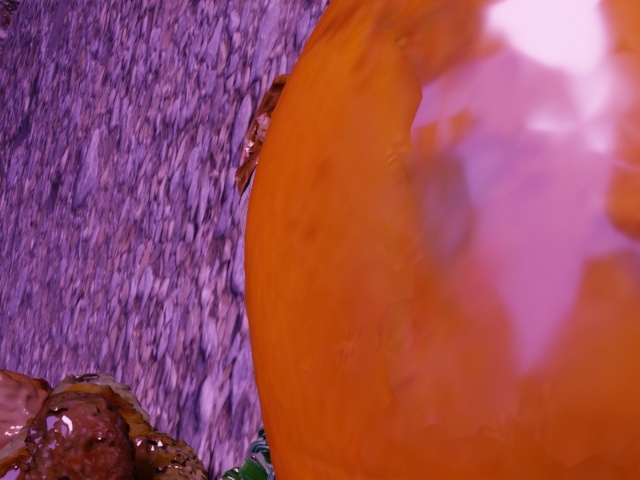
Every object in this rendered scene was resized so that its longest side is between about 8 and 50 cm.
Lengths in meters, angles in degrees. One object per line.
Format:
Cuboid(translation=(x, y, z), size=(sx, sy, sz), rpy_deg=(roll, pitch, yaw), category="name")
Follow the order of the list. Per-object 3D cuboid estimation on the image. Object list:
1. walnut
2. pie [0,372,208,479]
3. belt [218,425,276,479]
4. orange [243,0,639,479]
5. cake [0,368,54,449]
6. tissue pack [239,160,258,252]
Cuboid(translation=(-0.023, -0.074, 1.407), size=(0.121, 0.052, 0.091), rpy_deg=(128, 152, -51), category="walnut")
Cuboid(translation=(-0.214, 0.299, 1.441), size=(0.418, 0.180, 0.395), rpy_deg=(150, 139, -80), category="pie")
Cuboid(translation=(-0.035, 0.185, 1.148), size=(0.121, 0.079, 0.151), rpy_deg=(-137, 67, -74), category="belt")
Cuboid(translation=(0.133, 0.017, 0.471), size=(0.312, 0.312, 0.312), rpy_deg=(-162, 90, -72), category="orange")
Cuboid(translation=(-0.385, 0.265, 1.781), size=(0.314, 0.293, 0.307), rpy_deg=(163, 117, -73), category="cake")
Cuboid(translation=(0.000, -0.001, 1.212), size=(0.170, 0.090, 0.103), rpy_deg=(-101, 33, -53), category="tissue pack")
